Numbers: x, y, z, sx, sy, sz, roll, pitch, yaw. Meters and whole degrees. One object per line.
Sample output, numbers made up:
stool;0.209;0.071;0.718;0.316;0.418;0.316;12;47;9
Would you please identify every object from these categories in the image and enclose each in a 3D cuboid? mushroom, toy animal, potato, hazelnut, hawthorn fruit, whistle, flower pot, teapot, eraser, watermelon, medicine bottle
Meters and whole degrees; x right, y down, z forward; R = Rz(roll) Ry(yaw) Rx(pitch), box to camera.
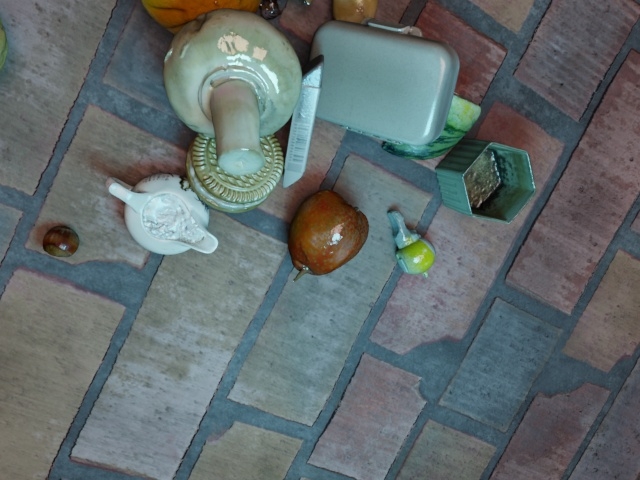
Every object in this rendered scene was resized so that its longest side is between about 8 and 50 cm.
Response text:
mushroom;-0.184;-0.335;1.266;0.314;0.315;0.356;-25;99;-7
toy animal;-0.066;-0.637;1.396;0.188;0.089;0.179;9;118;-17
potato;0.090;-0.623;1.421;0.118;0.109;0.178;-10;112;-35
hazelnut;-0.655;0.003;1.399;0.085;0.086;0.086;-3;104;-14
hawthorn fruit;0.000;0.000;1.494;0.210;0.210;0.262;37;90;-19
whistle;0.268;0.006;1.623;0.122;0.123;0.223;-27;93;-7
flower pot;0.469;-0.174;1.584;0.209;0.189;0.240;-21;106;-8
teapot;-0.407;-0.071;1.405;0.299;0.166;0.208;28;107;-29
eraser;-0.046;-0.295;1.404;0.061;0.089;0.352;9;126;-4
watermelon;0.295;-0.354;1.538;0.212;0.201;0.262;15;140;-17
medicine bottle;0.141;-0.392;1.370;0.374;0.123;0.283;22;118;23

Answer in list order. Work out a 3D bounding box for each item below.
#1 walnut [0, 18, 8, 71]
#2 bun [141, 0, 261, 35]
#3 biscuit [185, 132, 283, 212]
walnut;-0.804;-0.424;1.182;0.224;0.257;0.257;41;91;13
bun;-0.258;-0.578;1.252;0.298;0.165;0.299;-16;146;-11
biscuit;-0.218;-0.200;1.419;0.258;0.079;0.260;5;75;-21
